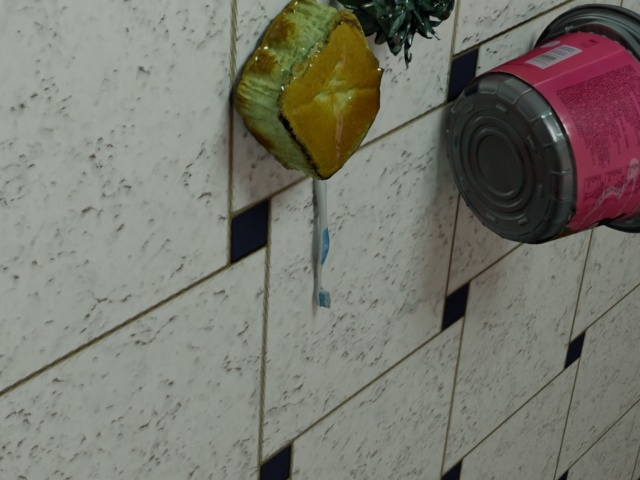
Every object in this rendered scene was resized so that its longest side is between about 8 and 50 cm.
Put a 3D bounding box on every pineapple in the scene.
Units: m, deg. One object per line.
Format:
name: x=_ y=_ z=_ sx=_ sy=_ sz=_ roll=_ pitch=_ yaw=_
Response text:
pineapple: x=0.101 y=-0.255 z=1.085 sx=0.103 sy=0.083 sz=0.221 roll=52 pitch=58 yaw=-22

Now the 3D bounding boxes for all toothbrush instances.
toothbrush: x=0.000 y=0.000 z=1.197 sx=0.014 sy=0.017 sz=0.162 roll=-39 pitch=137 yaw=-42

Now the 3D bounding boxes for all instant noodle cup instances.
instant noodle cup: x=0.251 y=-0.106 z=1.290 sx=0.181 sy=0.258 sz=0.302 roll=-21 pitch=159 yaw=-29

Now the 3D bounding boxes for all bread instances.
bread: x=-0.005 y=-0.129 z=1.041 sx=0.128 sy=0.069 sz=0.140 roll=-56 pitch=144 yaw=-13
